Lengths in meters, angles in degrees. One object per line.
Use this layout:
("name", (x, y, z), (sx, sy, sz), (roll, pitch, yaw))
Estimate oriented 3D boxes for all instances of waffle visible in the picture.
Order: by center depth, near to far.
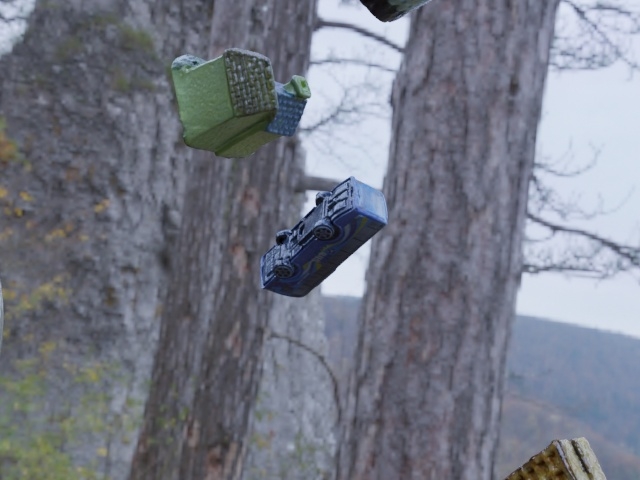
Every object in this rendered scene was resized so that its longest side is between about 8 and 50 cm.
("waffle", (0.255, 0.285, 1.104), (0.042, 0.102, 0.148), (-8, -30, -29))

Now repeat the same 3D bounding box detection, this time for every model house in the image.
("model house", (-0.130, -0.269, 1.862), (0.189, 0.195, 0.214), (-16, -14, 33))

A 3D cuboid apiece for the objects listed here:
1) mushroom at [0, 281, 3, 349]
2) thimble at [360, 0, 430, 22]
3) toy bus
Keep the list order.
("mushroom", (-0.447, 0.081, 0.945), (0.315, 0.356, 0.315), (32, -1, 0))
("thimble", (0.113, -0.446, 1.513), (0.150, 0.237, 0.237), (-20, -16, 25))
("toy bus", (0.002, 0.003, 1.542), (0.094, 0.079, 0.236), (28, -48, -23))
